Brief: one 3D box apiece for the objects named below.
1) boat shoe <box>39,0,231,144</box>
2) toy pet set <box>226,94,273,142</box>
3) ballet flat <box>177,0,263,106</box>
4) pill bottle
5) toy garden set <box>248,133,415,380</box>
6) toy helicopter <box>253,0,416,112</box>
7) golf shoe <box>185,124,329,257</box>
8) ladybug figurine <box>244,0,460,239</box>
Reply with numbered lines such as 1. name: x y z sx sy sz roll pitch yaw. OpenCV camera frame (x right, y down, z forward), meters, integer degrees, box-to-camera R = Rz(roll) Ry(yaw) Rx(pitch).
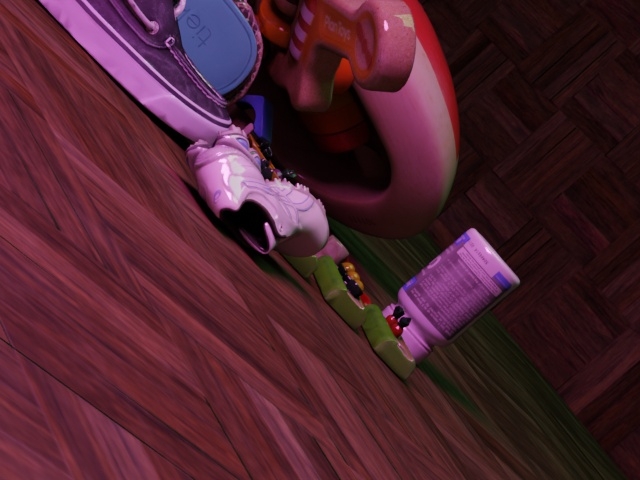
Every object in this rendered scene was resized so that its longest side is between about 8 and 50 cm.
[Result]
1. boat shoe: -0.165 -0.205 1.579 0.301 0.102 0.108 46 6 -22
2. toy pet set: -0.081 -0.122 1.866 0.122 0.065 0.114 50 6 14
3. ballet flat: -0.235 -0.314 1.676 0.483 0.164 0.182 53 -14 -26
4. pill bottle: 0.128 0.059 1.863 0.078 0.137 0.078 49 5 -6
5. toy garden set: 0.000 0.000 1.723 0.244 0.049 0.204 47 5 -17
6. toy helicopter: 0.014 -0.229 1.727 0.140 0.235 0.355 3 16 -22
7. golf shoe: -0.048 -0.014 1.476 0.176 0.069 0.086 38 31 -48
8. ladybug figurine: 0.022 -0.201 2.068 0.305 0.162 0.449 11 -40 39
